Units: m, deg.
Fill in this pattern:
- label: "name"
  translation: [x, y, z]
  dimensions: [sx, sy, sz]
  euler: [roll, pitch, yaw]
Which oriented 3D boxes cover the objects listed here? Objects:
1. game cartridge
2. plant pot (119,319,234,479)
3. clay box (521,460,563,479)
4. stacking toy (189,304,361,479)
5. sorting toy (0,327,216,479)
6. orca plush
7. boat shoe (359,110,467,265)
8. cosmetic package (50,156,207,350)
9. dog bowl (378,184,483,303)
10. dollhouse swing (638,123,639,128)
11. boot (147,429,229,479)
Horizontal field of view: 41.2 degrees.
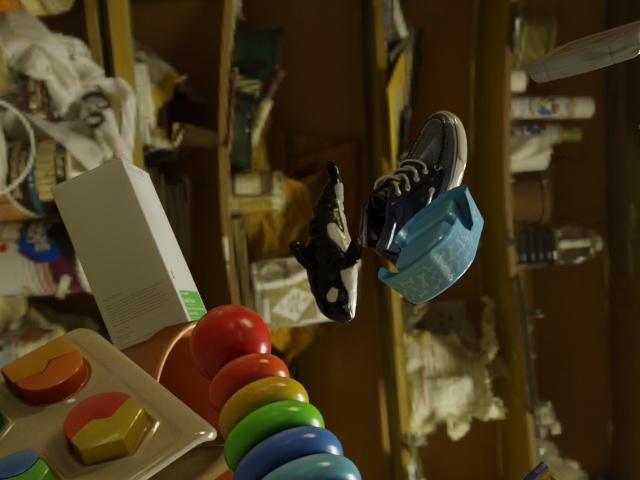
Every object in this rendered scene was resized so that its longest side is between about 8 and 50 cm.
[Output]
- label: "game cartridge"
  translation: [0.636, -0.438, 1.965]
  dimensions: [0.294, 0.196, 0.060]
  euler: [-6, -72, 53]
- label: "plant pot"
  translation: [-0.257, 0.278, 1.372]
  dimensions: [0.291, 0.203, 0.291]
  euler: [22, 65, -59]
- label: "clay box"
  translation: [0.340, 0.404, 1.114]
  dimensions: [0.222, 0.127, 0.053]
  euler: [41, -60, 23]
- label: "stacking toy"
  translation: [-0.047, 0.199, 0.865]
  dimensions: [0.141, 0.141, 0.330]
  euler: [89, -23, -46]
- label: "sorting toy"
  translation: [-0.213, 0.142, 0.634]
  dimensions: [0.193, 0.208, 0.038]
  euler: [26, -49, 41]
- label: "orca plush"
  translation: [0.000, 0.000, 1.488]
  dimensions: [0.151, 0.102, 0.287]
  euler: [162, -67, -64]
- label: "boat shoe"
  translation: [0.181, -0.112, 1.691]
  dimensions: [0.127, 0.158, 0.341]
  euler: [3, -102, 49]
- label: "cosmetic package"
  translation: [-0.347, 0.049, 1.602]
  dimensions: [0.197, 0.155, 0.366]
  euler: [42, 25, -85]
- label: "dog bowl"
  translation: [0.201, 0.007, 1.476]
  dimensions: [0.074, 0.166, 0.297]
  euler: [49, 28, -10]
- label: "dollhouse swing"
  translation: [0.720, -0.150, 1.215]
  dimensions: [0.305, 0.346, 0.315]
  euler: [-51, -174, 15]
- label: "boot"
  translation: [-0.153, 0.367, 0.964]
  dimensions: [0.089, 0.236, 0.270]
  euler: [9, 60, -51]
